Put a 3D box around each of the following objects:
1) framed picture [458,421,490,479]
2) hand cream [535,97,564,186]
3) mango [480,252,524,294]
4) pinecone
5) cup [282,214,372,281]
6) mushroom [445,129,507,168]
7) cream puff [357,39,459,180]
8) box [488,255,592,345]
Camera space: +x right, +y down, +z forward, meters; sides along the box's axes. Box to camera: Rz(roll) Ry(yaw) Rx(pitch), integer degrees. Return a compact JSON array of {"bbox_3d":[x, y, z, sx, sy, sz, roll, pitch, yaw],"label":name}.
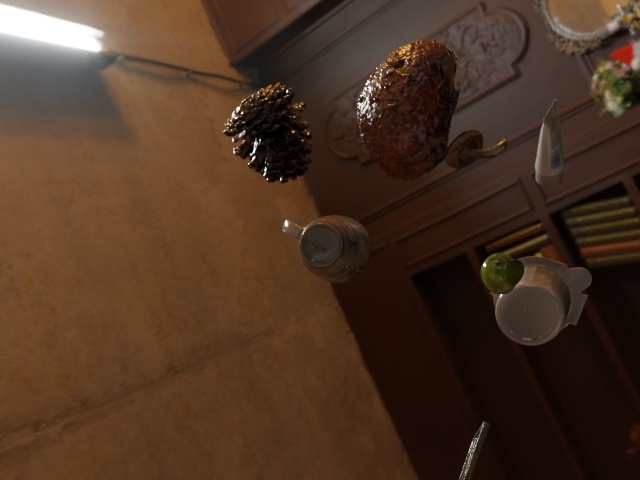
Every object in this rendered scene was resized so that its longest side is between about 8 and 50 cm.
[{"bbox_3d":[0.341,0.533,1.430,0.203,0.015,0.150,-60,-17,-29],"label":"framed picture"},{"bbox_3d":[0.682,-0.282,1.838,0.133,0.083,0.247,-50,-42,-42],"label":"hand cream"},{"bbox_3d":[0.401,0.074,1.362,0.165,0.074,0.091,16,-93,-59],"label":"mango"},{"bbox_3d":[-0.130,-0.295,1.761,0.246,0.246,0.292,-87,-24,-47],"label":"pinecone"},{"bbox_3d":[0.000,0.000,1.995,0.301,0.227,0.257,26,180,17],"label":"cup"},{"bbox_3d":[0.324,-0.195,1.289,0.088,0.130,0.072,55,-151,-49],"label":"mushroom"},{"bbox_3d":[0.203,-0.305,1.465,0.350,0.229,0.350,5,-90,-81],"label":"cream puff"},{"bbox_3d":[0.626,0.183,1.752,0.262,0.291,0.206,66,-154,0],"label":"box"}]
